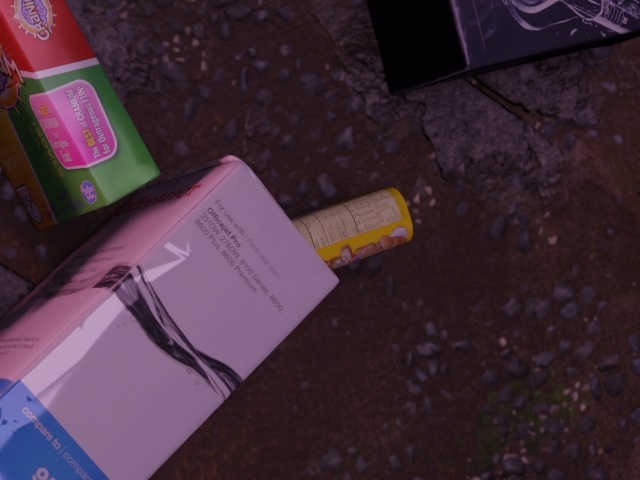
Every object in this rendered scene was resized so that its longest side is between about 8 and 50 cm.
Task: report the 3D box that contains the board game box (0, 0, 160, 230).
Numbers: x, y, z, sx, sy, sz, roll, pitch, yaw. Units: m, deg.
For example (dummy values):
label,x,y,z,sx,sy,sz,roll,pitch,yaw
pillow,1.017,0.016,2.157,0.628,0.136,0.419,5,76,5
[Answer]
label,x,y,z,sx,sy,sz,roll,pitch,yaw
board game box,-0.296,-0.172,1.848,0.064,0.242,0.317,-32,97,-24

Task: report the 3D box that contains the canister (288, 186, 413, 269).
label,x,y,z,sx,sy,sz,roll,pitch,yaw
canister,0.000,0.000,2.031,0.170,0.126,0.073,-19,93,-27

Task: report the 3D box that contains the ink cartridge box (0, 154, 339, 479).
label,x,y,z,sx,sy,sz,roll,pitch,yaw
ink cartridge box,-0.211,0.117,1.830,0.395,0.285,0.166,-45,105,-22

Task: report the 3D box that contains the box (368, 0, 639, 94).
label,x,y,z,sx,sy,sz,roll,pitch,yaw
box,0.210,-0.371,2.140,0.312,0.179,0.343,-16,92,-27
